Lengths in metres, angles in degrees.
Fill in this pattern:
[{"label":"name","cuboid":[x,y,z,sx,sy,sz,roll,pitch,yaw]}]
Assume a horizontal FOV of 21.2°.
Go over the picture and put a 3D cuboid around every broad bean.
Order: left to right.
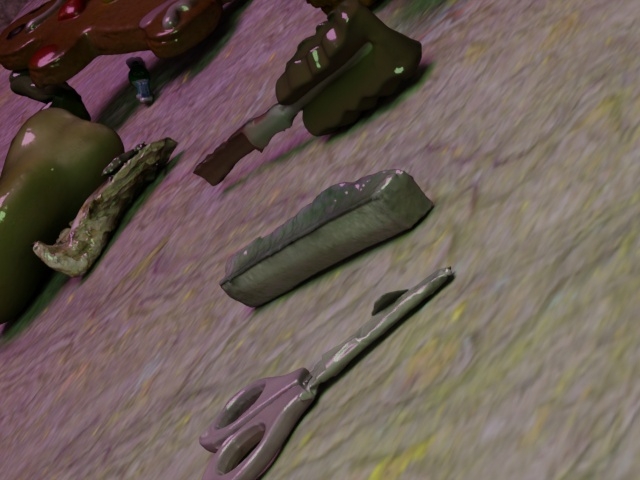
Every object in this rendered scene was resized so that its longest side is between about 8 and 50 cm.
[{"label":"broad bean","cuboid":[-0.323,-0.025,1.879,0.263,0.121,0.189,-55,-9,-25]}]

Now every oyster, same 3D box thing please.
[{"label":"oyster","cuboid":[-0.220,-0.035,1.825,0.200,0.061,0.106,-49,-4,-14]}]

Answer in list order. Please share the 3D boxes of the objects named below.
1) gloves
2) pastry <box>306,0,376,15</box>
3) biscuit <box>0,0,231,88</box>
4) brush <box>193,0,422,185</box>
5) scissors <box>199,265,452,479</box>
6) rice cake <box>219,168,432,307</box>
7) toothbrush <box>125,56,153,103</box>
[{"label":"gloves","cuboid":[-0.354,-0.146,2.254,0.268,0.107,0.135,-104,21,-49]},{"label":"pastry","cuboid":[0.045,-0.310,1.700,0.188,0.103,0.189,-40,19,17]},{"label":"biscuit","cuboid":[-0.276,-0.303,2.238,0.432,0.064,0.283,-2,36,39]},{"label":"brush","cuboid":[-0.025,-0.116,1.491,0.301,0.084,0.071,-34,21,50]},{"label":"scissors","cuboid":[0.000,0.081,1.082,0.212,0.021,0.110,-42,20,16]},{"label":"rice cake","cuboid":[0.000,0.000,1.225,0.206,0.047,0.036,-30,39,46]},{"label":"toothbrush","cuboid":[-0.244,-0.219,2.303,0.030,0.030,0.304,-45,15,3]}]
